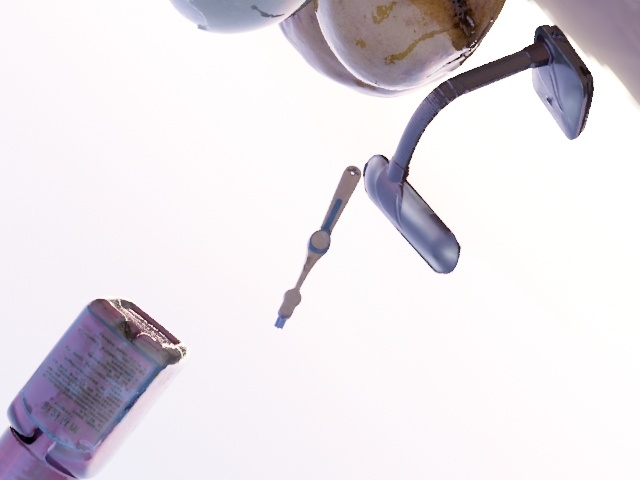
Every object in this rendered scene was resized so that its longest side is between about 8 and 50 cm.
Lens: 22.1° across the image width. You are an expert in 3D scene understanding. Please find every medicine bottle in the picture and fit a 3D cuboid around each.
[{"bbox_3d":[-0.208,0.145,1.424,0.094,0.188,0.119,38,-177,7],"label":"medicine bottle"}]

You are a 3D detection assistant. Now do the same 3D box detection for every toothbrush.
[{"bbox_3d":[0.001,-0.003,2.474,0.040,0.040,0.386,46,-140,-19],"label":"toothbrush"}]

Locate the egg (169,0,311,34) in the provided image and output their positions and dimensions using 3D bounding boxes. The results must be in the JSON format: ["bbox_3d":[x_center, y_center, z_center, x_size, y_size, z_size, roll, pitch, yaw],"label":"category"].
[{"bbox_3d":[-0.101,-0.428,2.203,0.278,0.336,0.278,26,-147,-18],"label":"egg"}]

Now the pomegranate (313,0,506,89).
[{"bbox_3d":[0.106,-0.312,1.997,0.260,0.260,0.260,47,-165,-16],"label":"pomegranate"}]

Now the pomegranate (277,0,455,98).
[{"bbox_3d":[0.123,-0.417,2.486,0.410,0.410,0.410,47,-165,-16],"label":"pomegranate"}]

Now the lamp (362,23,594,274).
[{"bbox_3d":[0.194,-0.103,1.863,0.203,0.283,0.124,58,178,34],"label":"lamp"}]
